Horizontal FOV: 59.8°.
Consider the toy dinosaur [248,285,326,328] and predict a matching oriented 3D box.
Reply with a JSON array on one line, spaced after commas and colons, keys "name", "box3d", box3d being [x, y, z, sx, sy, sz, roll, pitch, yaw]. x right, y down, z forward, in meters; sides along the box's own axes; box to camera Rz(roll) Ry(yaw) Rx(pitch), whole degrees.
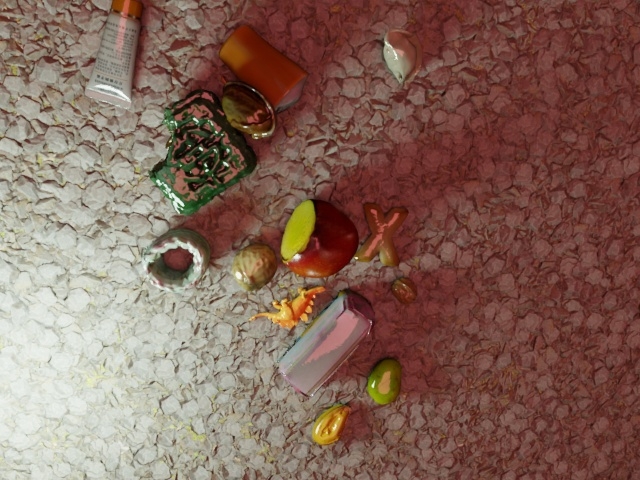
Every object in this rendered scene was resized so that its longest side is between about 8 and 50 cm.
[{"name": "toy dinosaur", "box3d": [-0.100, 0.242, 1.897, 0.288, 0.070, 0.117, -30, 104, 4]}]

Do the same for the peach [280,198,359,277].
[{"name": "peach", "box3d": [0.000, 0.000, 1.753, 0.245, 0.274, 0.248, 2, 107, -4]}]

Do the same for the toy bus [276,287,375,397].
[{"name": "toy bus", "box3d": [0.033, 0.350, 1.886, 0.171, 0.162, 0.386, 40, 94, -12]}]

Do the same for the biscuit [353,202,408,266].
[{"name": "biscuit", "box3d": [0.207, -0.018, 1.890, 0.164, 0.047, 0.207, 8, 101, -8]}]

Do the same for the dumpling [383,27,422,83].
[{"name": "dumpling", "box3d": [0.269, -0.597, 1.755, 0.134, 0.100, 0.169, -39, 106, -13]}]

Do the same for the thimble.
[{"name": "thimble", "box3d": [-0.461, 0.060, 1.770, 0.211, 0.149, 0.185, 7, 103, -8]}]

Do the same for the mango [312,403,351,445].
[{"name": "mango", "box3d": [0.039, 0.661, 2.001, 0.101, 0.066, 0.187, 38, 90, -5]}]

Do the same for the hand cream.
[{"name": "hand cream", "box3d": [-0.598, -0.560, 1.657, 0.140, 0.089, 0.314, 19, 103, -9]}]

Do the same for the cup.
[{"name": "cup", "box3d": [-0.186, -0.497, 1.692, 0.264, 0.182, 0.226, 44, 113, -6]}]

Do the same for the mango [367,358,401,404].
[{"name": "mango", "box3d": [0.228, 0.502, 1.985, 0.117, 0.089, 0.163, 4, 89, 0]}]

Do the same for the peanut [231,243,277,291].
[{"name": "peanut", "box3d": [-0.214, 0.084, 1.828, 0.159, 0.109, 0.140, -41, 115, -10]}]

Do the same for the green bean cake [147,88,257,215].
[{"name": "green bean cake", "box3d": [-0.385, -0.270, 1.702, 0.308, 0.169, 0.300, -34, 104, 2]}]

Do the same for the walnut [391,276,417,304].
[{"name": "walnut", "box3d": [0.291, 0.173, 1.926, 0.079, 0.082, 0.096, -44, 104, -26]}]

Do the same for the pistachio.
[{"name": "pistachio", "box3d": [-0.214, -0.376, 1.607, 0.210, 0.165, 0.130, 45, 49, 16]}]
